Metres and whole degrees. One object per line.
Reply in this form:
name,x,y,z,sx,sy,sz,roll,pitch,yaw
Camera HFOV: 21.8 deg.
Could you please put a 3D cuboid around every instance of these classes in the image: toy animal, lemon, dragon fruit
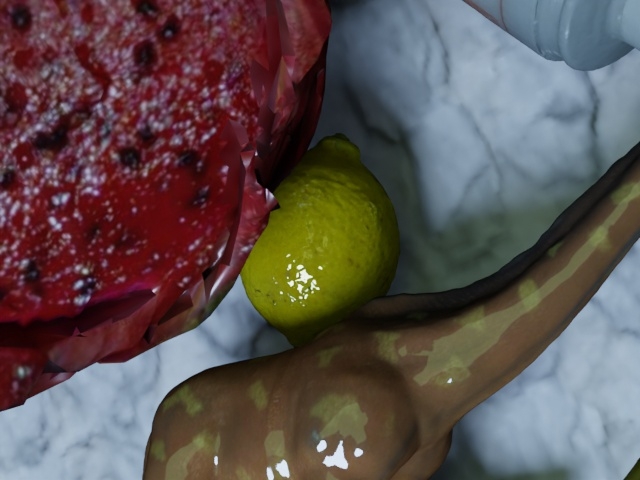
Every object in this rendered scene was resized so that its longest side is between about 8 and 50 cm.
toy animal,0.037,0.058,0.561,0.224,0.066,0.229,3,76,32
lemon,0.000,0.000,0.627,0.062,0.062,0.083,11,84,25
dragon fruit,-0.142,-0.080,0.581,0.296,0.301,0.295,-4,108,-11

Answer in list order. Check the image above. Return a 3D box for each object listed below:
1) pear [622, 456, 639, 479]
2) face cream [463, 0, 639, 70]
pear,0.191,0.133,0.413,0.284,0.283,0.283,-5,78,23
face cream,0.092,-0.116,0.587,0.252,0.101,0.101,41,97,25
